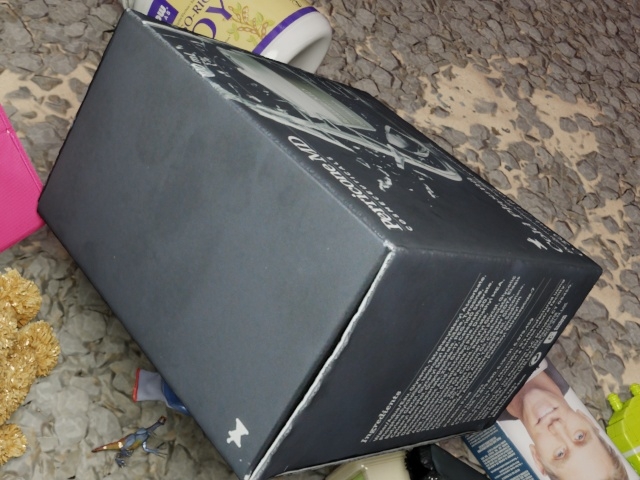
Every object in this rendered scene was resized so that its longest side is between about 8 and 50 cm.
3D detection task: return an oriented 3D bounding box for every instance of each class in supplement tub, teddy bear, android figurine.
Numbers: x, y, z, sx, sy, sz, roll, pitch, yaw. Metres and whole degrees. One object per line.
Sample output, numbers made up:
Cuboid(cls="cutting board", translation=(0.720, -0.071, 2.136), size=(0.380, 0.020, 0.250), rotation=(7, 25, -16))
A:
Cuboid(cls="supplement tub", translation=(-0.171, -0.387, 1.446), size=(0.331, 0.241, 0.241), rotation=(42, 51, 6))
Cuboid(cls="teddy bear", translation=(-0.415, 0.182, 0.968), size=(0.113, 0.245, 0.338), rotation=(11, 22, 17))
Cuboid(cls="android figurine", translation=(0.591, 0.374, 1.417), size=(0.248, 0.056, 0.273), rotation=(-16, 67, -32))

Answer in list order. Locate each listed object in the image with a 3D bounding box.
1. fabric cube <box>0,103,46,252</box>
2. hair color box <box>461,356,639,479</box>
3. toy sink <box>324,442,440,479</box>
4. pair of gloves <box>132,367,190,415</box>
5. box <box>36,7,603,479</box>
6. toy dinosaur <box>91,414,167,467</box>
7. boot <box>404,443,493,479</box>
Cuboid(cls="fabric cube", translation=(-0.532, -0.072, 0.997), size=(0.258, 0.254, 0.259), rotation=(-42, 121, -39))
Cuboid(cls="hair color box", translation=(0.322, 0.287, 1.317), size=(0.174, 0.105, 0.347), rotation=(-25, 73, -35))
Cuboid(cls="toy sink", translation=(0.090, 0.355, 1.130), size=(0.131, 0.153, 0.234), rotation=(-3, 61, -27))
Cuboid(cls="pair of gloves", translation=(-0.193, 0.162, 1.208), size=(0.159, 0.023, 0.198), rotation=(9, 56, -20))
Cuboid(cls="box", translation=(0.000, 0.000, 1.022), size=(0.472, 0.297, 0.480), rotation=(4, 32, -50))
Cuboid(cls="toy dinosaur", translation=(-0.244, 0.260, 1.108), size=(0.090, 0.047, 0.082), rotation=(23, 33, 3))
Cuboid(cls="boot", translation=(0.180, 0.380, 0.995), size=(0.207, 0.094, 0.246), rotation=(25, 45, -12))
